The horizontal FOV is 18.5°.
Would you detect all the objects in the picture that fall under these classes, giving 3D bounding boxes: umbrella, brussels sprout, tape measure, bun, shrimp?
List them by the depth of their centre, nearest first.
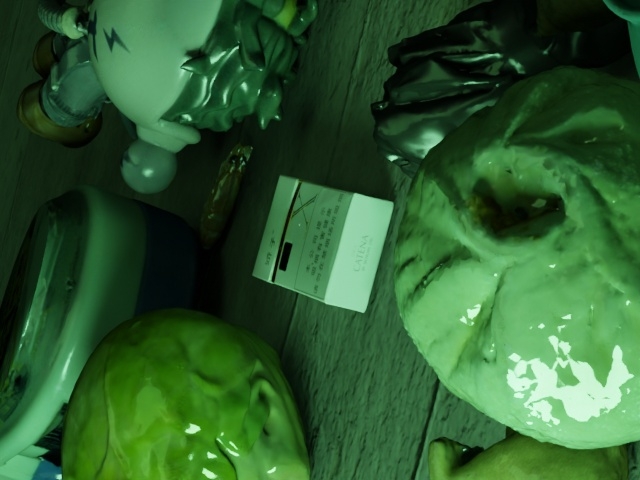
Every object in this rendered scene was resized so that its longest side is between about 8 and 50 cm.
[{"bbox_3d":[0.123,0.007,0.989,0.195,0.118,0.195,-9,69,23],"label":"bun"},{"bbox_3d":[0.150,-0.134,1.136,0.340,0.118,0.118,-37,44,44],"label":"umbrella"},{"bbox_3d":[-0.111,0.152,1.471,0.223,0.161,0.223,-28,43,31],"label":"brussels sprout"},{"bbox_3d":[-0.088,-0.043,1.731,0.059,0.023,0.108,-109,38,-66],"label":"shrimp"},{"bbox_3d":[-0.213,0.086,1.756,0.262,0.138,0.259,133,148,-58],"label":"tape measure"}]

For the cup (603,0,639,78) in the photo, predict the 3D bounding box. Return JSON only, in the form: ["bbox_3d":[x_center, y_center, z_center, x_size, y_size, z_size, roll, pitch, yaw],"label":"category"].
[{"bbox_3d":[0.256,-0.082,0.639,0.290,0.257,0.219,-129,50,-62],"label":"cup"}]

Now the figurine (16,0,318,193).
[{"bbox_3d":[-0.138,-0.161,1.715,0.382,0.186,0.261,-18,67,60],"label":"figurine"}]

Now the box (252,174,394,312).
[{"bbox_3d":[0.000,0.000,1.470,0.154,0.040,0.084,17,94,66],"label":"box"}]

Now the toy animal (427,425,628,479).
[{"bbox_3d":[0.132,0.072,1.074,0.101,0.103,0.219,-12,63,45],"label":"toy animal"}]

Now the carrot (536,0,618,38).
[{"bbox_3d":[0.214,-0.180,0.951,0.342,0.070,0.070,-31,48,44],"label":"carrot"}]
